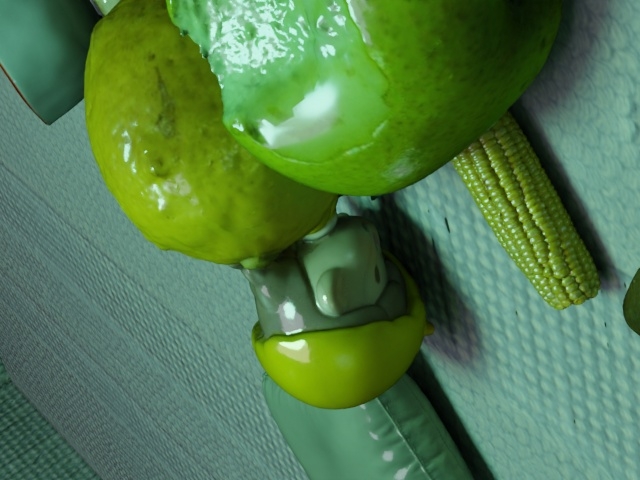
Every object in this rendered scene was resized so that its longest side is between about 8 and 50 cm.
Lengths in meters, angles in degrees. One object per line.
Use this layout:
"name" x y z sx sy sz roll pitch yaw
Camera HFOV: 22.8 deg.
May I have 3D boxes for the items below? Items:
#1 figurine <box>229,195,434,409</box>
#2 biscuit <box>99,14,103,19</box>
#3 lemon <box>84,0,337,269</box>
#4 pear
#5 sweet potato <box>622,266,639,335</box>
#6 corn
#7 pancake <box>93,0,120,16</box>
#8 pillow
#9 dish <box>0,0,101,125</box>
"figurine" 0.000 0.000 1.607 0.187 0.215 0.344 -7 109 18
"biscuit" -0.247 -0.202 1.935 0.301 0.043 0.278 48 171 38
"lemon" -0.090 -0.111 1.382 0.288 0.233 0.233 69 160 8
"pear" 0.045 -0.176 1.178 0.281 0.176 0.286 -19 103 47
"sweet potato" 0.284 0.037 1.191 0.069 0.059 0.249 41 158 -12
"corn" 0.166 -0.034 1.335 0.206 0.067 0.067 58 159 -7
"pancake" -0.245 -0.307 1.782 0.356 0.065 0.356 57 180 1
"pillow" 0.057 0.243 1.885 0.255 0.119 0.322 58 157 -7
"dish" -0.319 -0.260 1.749 0.256 0.117 0.256 59 178 4
